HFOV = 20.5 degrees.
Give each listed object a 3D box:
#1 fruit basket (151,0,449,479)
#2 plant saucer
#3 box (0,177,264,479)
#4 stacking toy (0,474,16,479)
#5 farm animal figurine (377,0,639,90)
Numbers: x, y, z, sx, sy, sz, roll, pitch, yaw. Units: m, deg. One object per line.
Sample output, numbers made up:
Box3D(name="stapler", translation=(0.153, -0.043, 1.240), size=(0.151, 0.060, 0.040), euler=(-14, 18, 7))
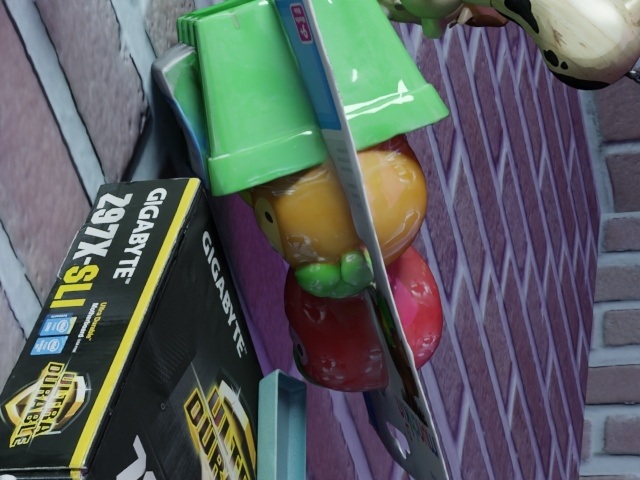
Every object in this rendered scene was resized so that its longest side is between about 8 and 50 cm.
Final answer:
Box3D(name="fruit basket", translation=(0.000, 0.000, 1.186), size=(0.327, 0.165, 0.353), euler=(-137, -145, -78))
Box3D(name="plant saucer", translation=(-0.026, 0.184, 1.165), size=(0.067, 0.018, 0.192), euler=(39, 49, -69))
Box3D(name="box", translation=(-0.095, 0.165, 1.098), size=(0.257, 0.079, 0.322), euler=(-70, 152, -49))
Box3D(name="stacking toy", translation=(-0.197, 0.165, 0.799), size=(0.221, 0.052, 0.167), euler=(57, 34, -58))
Box3D(name="farm animal figurine", translation=(0.077, -0.219, 1.187), size=(0.327, 0.172, 0.330), euler=(47, 1, -20))
